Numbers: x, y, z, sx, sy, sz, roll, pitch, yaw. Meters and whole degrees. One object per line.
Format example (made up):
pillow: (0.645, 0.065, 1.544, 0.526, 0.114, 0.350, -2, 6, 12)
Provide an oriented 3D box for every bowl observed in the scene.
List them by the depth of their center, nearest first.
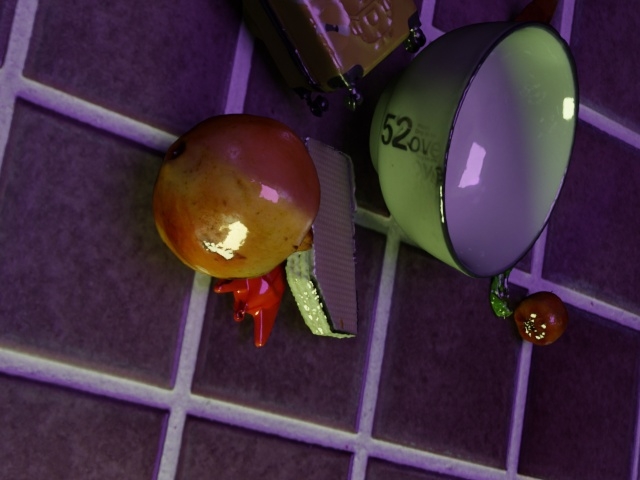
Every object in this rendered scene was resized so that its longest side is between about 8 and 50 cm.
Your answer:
bowl: (0.191, -0.141, 1.828, 0.354, 0.185, 0.354, -28, 127, -45)

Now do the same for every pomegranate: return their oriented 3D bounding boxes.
pomegranate: (-0.103, -0.054, 1.597, 0.209, 0.209, 0.209, 5, 83, -40)

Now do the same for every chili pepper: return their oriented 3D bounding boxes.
chili pepper: (0.277, 0.074, 2.022, 0.030, 0.034, 0.091, 33, 59, -71)

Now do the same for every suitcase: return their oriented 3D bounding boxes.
suitcase: (0.006, -0.307, 1.749, 0.194, 0.143, 0.235, -44, 114, -34)

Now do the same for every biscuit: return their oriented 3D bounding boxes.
biscuit: (0.000, 0.000, 1.742, 0.150, 0.052, 0.252, 12, 73, -64)

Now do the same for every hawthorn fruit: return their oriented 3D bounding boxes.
hawthorn fruit: (0.346, 0.114, 2.042, 0.093, 0.081, 0.081, -26, 102, -42)

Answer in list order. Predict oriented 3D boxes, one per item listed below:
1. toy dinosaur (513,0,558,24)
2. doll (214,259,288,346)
toy dinosaur: (0.322, -0.214, 2.032, 0.206, 0.113, 0.327, 45, 61, -28)
doll: (-0.069, 0.041, 1.705, 0.109, 0.057, 0.169, 56, 51, -28)
